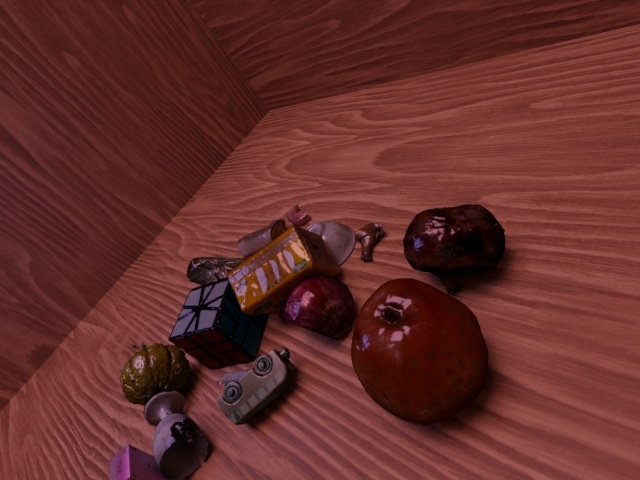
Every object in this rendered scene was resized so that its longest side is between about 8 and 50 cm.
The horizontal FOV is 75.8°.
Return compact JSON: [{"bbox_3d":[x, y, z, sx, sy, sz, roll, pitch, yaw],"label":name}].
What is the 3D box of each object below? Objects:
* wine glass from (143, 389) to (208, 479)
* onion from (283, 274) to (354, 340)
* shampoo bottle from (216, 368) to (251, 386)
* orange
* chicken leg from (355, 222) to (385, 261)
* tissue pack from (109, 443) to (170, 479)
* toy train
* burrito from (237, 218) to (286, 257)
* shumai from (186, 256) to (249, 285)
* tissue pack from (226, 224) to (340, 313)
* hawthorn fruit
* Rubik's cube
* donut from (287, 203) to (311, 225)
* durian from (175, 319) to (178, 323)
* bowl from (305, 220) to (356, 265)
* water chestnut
[{"bbox_3d":[-0.574,0.753,1.613,0.190,0.190,0.357,-49,33,-14],"label":"wine glass"},{"bbox_3d":[0.001,0.246,1.601,0.272,0.256,0.231,26,85,30],"label":"onion"},{"bbox_3d":[-0.366,0.578,1.728,0.195,0.056,0.056,-17,40,29],"label":"shampoo bottle"},{"bbox_3d":[-0.737,0.610,1.828,0.301,0.300,0.223,-56,45,16],"label":"orange"},{"bbox_3d":[0.209,-0.001,1.832,0.125,0.080,0.196,14,60,35],"label":"chicken leg"},{"bbox_3d":[-0.630,0.864,1.481,0.092,0.246,0.148,-40,35,-5],"label":"tissue pack"},{"bbox_3d":[-0.228,0.543,1.541,0.326,0.129,0.159,-41,68,-3],"label":"toy train"},{"bbox_3d":[-0.333,-0.015,2.338,0.299,0.105,0.143,-24,33,25],"label":"burrito"},{"bbox_3d":[-0.554,0.154,2.165,0.304,0.263,0.309,-55,18,-7],"label":"shumai"},{"bbox_3d":[-0.153,0.139,1.761,0.381,0.293,0.229,-34,68,17],"label":"tissue pack"},{"bbox_3d":[0.261,0.295,1.168,0.402,0.403,0.403,-25,36,20],"label":"hawthorn fruit"},{"bbox_3d":[-0.441,0.370,1.836,0.293,0.284,0.289,-15,40,27],"label":"Rubik's cube"},{"bbox_3d":[-0.131,-0.133,2.315,0.117,0.065,0.166,-39,33,-2],"label":"donut"},{"bbox_3d":[-0.615,0.426,2.079,0.249,0.183,0.138,-37,3,1],"label":"durian"},{"bbox_3d":[0.000,0.000,1.966,0.313,0.146,0.314,-26,35,20],"label":"bowl"},{"bbox_3d":[0.455,0.033,1.412,0.350,0.350,0.303,-4,89,41],"label":"water chestnut"}]
